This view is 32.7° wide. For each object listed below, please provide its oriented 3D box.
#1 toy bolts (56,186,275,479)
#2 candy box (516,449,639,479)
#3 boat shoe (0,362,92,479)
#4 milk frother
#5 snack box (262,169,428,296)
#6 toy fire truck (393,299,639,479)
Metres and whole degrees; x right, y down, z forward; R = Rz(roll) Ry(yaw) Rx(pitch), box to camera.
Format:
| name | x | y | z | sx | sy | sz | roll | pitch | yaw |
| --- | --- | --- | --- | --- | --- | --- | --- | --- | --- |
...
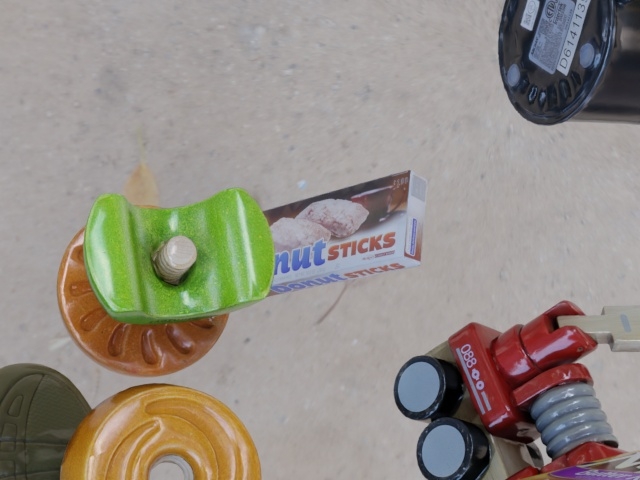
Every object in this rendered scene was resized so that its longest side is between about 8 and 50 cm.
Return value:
| name | x | y | z | sx | sy | sz | roll | pitch | yaw |
| --- | --- | --- | --- | --- | --- | --- | --- | --- | --- |
| toy bolts | -0.150 | 0.083 | 0.588 | 0.228 | 0.158 | 0.218 | 0 | 71 | -24 |
| candy box | 0.198 | 0.171 | 0.691 | 0.186 | 0.109 | 0.053 | -9 | 89 | -13 |
| boat shoe | -0.139 | 0.173 | 0.550 | 0.073 | 0.080 | 0.224 | -45 | 57 | 40 |
| milk frother | 0.176 | -0.085 | 0.477 | 0.134 | 0.143 | 0.129 | 0 | 136 | -24 |
| snack box | 0.000 | 0.000 | 0.783 | 0.178 | 0.022 | 0.064 | -14 | 62 | 42 |
| toy fire truck | 0.219 | 0.145 | 0.892 | 0.246 | 0.158 | 0.217 | -39 | 51 | 26 |
